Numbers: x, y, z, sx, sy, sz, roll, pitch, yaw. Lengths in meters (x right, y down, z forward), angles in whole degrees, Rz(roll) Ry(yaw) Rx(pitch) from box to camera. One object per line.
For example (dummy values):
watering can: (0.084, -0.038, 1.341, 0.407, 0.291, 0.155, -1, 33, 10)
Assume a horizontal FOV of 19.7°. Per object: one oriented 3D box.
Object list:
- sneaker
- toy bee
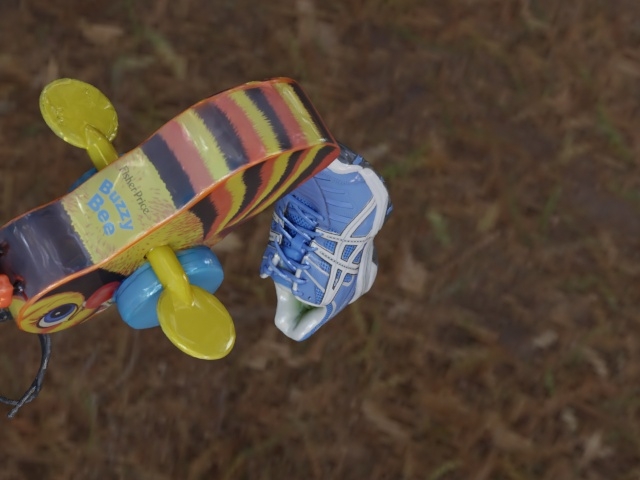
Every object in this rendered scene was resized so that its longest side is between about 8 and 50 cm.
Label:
sneaker: (0.000, 0.000, 1.348, 0.080, 0.211, 0.081, 28, 61, 23)
toy bee: (-0.131, 0.011, 1.119, 0.195, 0.298, 0.162, 37, 12, 23)
